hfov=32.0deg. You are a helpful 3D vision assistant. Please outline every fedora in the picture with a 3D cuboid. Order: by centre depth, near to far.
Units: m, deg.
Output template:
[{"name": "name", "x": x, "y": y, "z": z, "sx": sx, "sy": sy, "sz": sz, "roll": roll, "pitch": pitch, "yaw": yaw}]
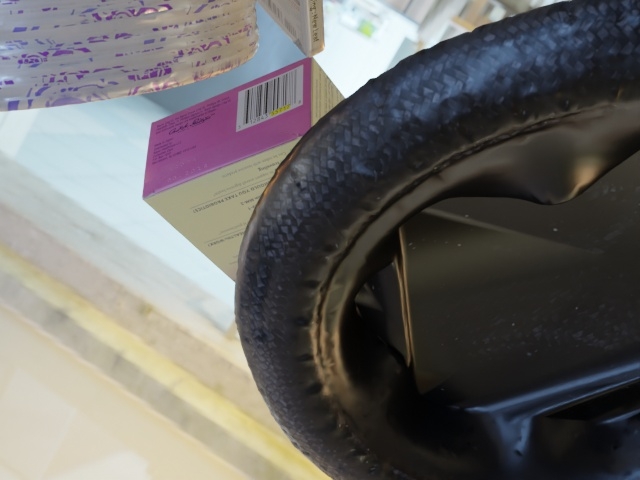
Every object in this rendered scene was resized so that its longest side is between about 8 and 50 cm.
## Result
[{"name": "fedora", "x": 0.131, "y": 0.000, "z": 0.530, "sx": 0.334, "sy": 0.334, "sz": 0.152, "roll": 28, "pitch": -148, "yaw": -15}]

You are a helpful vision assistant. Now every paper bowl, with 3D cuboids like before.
[{"name": "paper bowl", "x": -0.186, "y": -0.185, "z": 0.745, "sx": 0.284, "sy": 0.148, "sz": 0.284, "roll": -4, "pitch": -161, "yaw": 1}]

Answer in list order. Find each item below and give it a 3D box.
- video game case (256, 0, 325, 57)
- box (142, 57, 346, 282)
[{"name": "video game case", "x": -0.064, "y": -0.292, "z": 0.979, "sx": 0.212, "sy": 0.023, "sz": 0.193, "roll": 52, "pitch": 163, "yaw": 28}, {"name": "box", "x": -0.040, "y": -0.058, "z": 1.261, "sx": 0.243, "sy": 0.213, "sz": 0.117, "roll": 47, "pitch": -147, "yaw": -43}]
